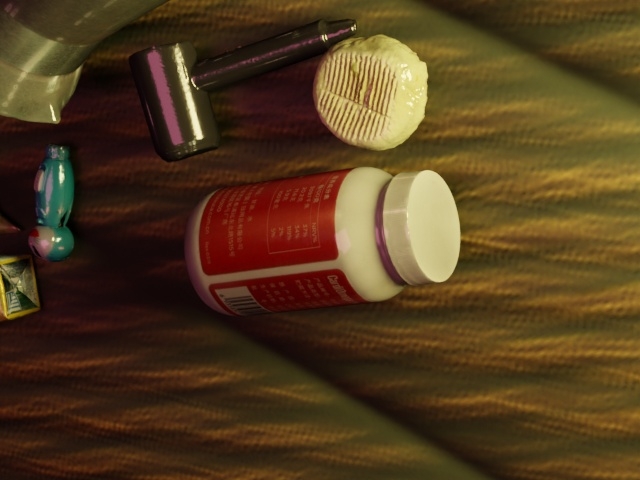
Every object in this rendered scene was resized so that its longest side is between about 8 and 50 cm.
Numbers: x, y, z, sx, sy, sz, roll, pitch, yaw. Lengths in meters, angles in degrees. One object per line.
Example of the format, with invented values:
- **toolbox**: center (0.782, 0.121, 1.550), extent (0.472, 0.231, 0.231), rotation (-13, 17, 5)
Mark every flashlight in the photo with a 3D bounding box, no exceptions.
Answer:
- **flashlight**: center (-0.286, -0.040, 1.900), extent (0.051, 0.051, 0.129), rotation (11, 100, 28)

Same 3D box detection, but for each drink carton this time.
- **drink carton**: center (-0.413, 0.059, 1.977), extent (0.200, 0.074, 0.084), rotation (-7, 97, 30)

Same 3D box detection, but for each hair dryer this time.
- **hair dryer**: center (-0.067, -0.161, 1.745), extent (0.248, 0.070, 0.114), rotation (-15, 92, 23)

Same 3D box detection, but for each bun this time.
- **bun**: center (0.051, -0.142, 1.666), extent (0.115, 0.069, 0.115), rotation (6, 103, 30)

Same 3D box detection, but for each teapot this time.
- **teapot**: center (-0.247, -0.310, 1.705), extent (0.344, 0.253, 0.300), rotation (-41, 80, 35)

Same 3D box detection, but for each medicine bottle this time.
- **medicine bottle**: center (0.000, 0.000, 1.691), extent (0.250, 0.131, 0.131), rotation (-8, 97, 30)

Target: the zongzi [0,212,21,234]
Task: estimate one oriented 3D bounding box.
- **zongzi**: center (-0.375, -0.042, 1.956), extent (0.083, 0.040, 0.076), rotation (-7, 90, 19)
